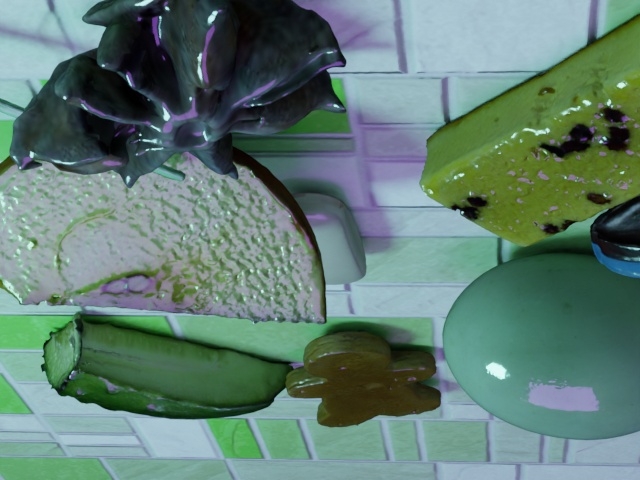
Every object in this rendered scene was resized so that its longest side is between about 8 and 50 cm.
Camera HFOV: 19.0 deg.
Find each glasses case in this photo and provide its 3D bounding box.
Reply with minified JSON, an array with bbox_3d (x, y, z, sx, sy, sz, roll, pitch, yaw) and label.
[{"bbox_3d":[0.000,0.000,2.021,0.081,0.051,0.204,-2,158,8],"label":"glasses case"}]

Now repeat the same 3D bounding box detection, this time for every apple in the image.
[{"bbox_3d":[-0.158,-0.015,1.832,0.346,0.179,0.254,5,170,-4],"label":"apple"}]

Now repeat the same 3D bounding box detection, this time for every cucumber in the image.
[{"bbox_3d":[-0.194,0.180,2.438,0.325,0.105,0.145,12,155,-30],"label":"cucumber"}]

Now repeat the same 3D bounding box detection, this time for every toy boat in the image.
[{"bbox_3d":[0.376,-0.005,1.909,0.223,0.100,0.097,-11,141,33],"label":"toy boat"}]

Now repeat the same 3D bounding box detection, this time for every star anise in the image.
[{"bbox_3d":[-0.098,-0.150,1.585,0.359,0.139,0.316,-17,163,6],"label":"star anise"}]

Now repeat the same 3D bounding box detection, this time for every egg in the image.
[{"bbox_3d":[0.273,0.114,2.077,0.283,0.203,0.203,6,158,2],"label":"egg"}]

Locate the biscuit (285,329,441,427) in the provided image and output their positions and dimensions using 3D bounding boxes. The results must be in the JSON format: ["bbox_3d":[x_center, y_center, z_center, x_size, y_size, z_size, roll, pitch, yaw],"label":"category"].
[{"bbox_3d":[0.054,0.172,2.455,0.197,0.049,0.301,-12,157,10],"label":"biscuit"}]

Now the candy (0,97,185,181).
[{"bbox_3d":[-0.269,-0.114,1.669,0.335,0.092,0.093,20,131,-20],"label":"candy"}]

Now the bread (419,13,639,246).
[{"bbox_3d":[0.245,-0.097,1.688,0.138,0.077,0.361,30,149,-22],"label":"bread"}]
